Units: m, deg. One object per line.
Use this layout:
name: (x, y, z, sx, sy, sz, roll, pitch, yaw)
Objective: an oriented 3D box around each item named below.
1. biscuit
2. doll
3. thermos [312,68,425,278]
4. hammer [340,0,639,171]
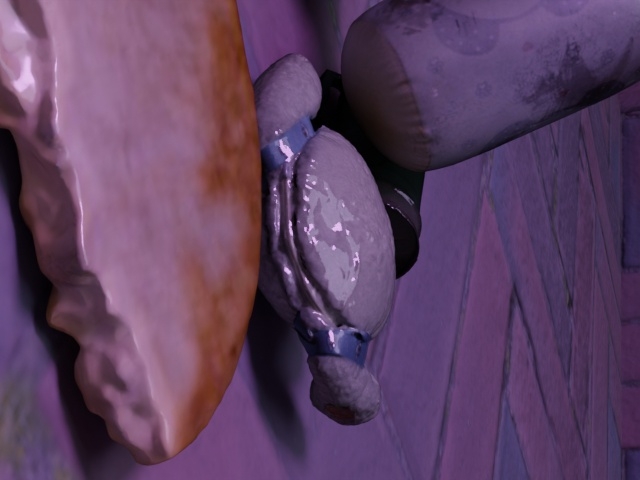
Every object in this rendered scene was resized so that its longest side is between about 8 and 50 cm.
biscuit: (-0.081, -0.079, 0.549, 0.204, 0.040, 0.308, -51, 132, -65)
doll: (0.000, 0.000, 0.716, 0.103, 0.072, 0.214, -15, 94, -73)
thermos: (0.033, -0.058, 0.856, 0.187, 0.083, 0.073, -77, 175, -49)
hammer: (0.074, -0.175, 0.844, 0.305, 0.202, 0.113, -123, -165, -46)
